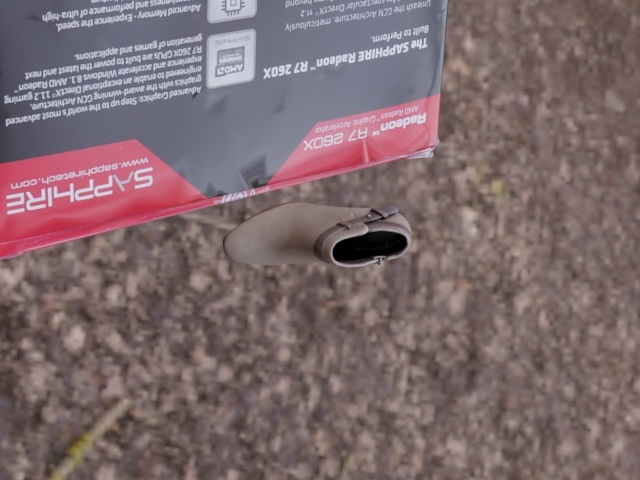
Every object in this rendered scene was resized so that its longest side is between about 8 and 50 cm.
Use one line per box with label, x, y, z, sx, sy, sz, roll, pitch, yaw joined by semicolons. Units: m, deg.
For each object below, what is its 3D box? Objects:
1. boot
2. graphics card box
boot;0.000;0.000;0.946;0.118;0.087;0.042;-14;105;-10
graphics card box;-0.053;-0.195;0.563;0.233;0.094;0.371;-15;123;-29
